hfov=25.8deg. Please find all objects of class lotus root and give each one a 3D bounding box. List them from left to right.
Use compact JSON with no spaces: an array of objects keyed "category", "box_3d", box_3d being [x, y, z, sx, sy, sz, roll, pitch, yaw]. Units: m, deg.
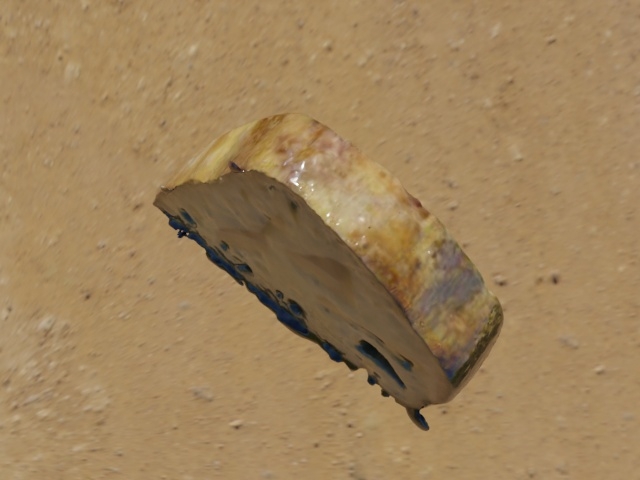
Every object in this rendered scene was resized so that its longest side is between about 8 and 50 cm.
[{"category":"lotus root","box_3d":[0.000,0.000,0.897,0.260,0.170,0.074,39,66,15]}]
